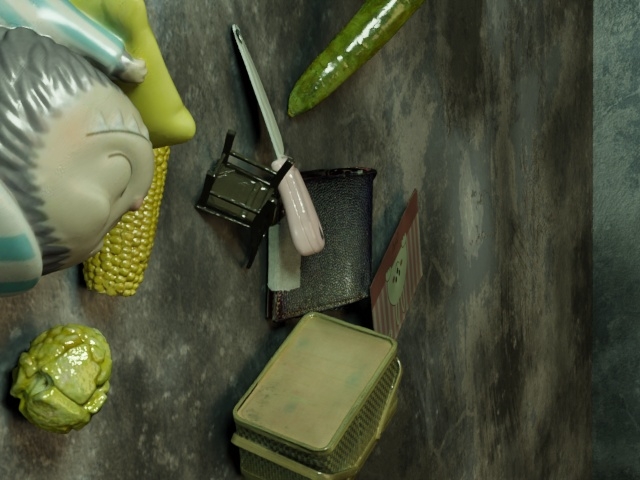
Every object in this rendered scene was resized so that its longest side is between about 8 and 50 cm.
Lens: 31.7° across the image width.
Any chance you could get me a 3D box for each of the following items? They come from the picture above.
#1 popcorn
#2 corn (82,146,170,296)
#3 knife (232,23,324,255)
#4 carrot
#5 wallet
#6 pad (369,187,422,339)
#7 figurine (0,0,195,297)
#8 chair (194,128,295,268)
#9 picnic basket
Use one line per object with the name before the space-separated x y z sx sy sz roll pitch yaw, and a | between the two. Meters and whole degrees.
popcorn | -0.283 0.148 1.217 0.106 0.116 0.120 9 129 -32
corn | -0.224 -0.065 1.299 0.091 0.091 0.260 11 88 -32
knife | -0.058 -0.142 1.576 0.081 0.043 0.336 -51 124 -80
carrot | 0.073 -0.320 1.689 0.358 0.074 0.074 -49 143 -5
wallet | 0.000 0.000 1.742 0.262 0.071 0.221 -13 109 -56
pad | 0.137 0.070 1.976 0.299 0.005 0.202 -61 151 -50
figurine | -0.318 -0.090 0.946 0.361 0.266 0.377 54 37 -30
chair | -0.112 -0.048 1.530 0.212 0.101 0.084 118 -4 -60
picnic basket | -0.002 0.246 1.630 0.266 0.165 0.139 -52 150 -43
